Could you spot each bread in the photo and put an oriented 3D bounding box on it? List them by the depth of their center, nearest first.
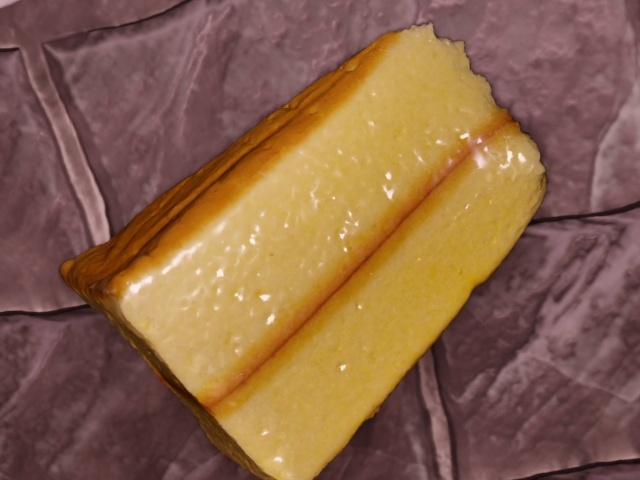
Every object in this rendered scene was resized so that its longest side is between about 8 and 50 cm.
[{"bbox_3d":[0.000,0.000,1.394,0.362,0.245,0.233,-44,106,-10],"label":"bread"}]

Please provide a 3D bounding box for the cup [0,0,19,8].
[{"bbox_3d":[-0.274,-0.362,1.133,0.253,0.253,0.371,10,124,0],"label":"cup"}]
